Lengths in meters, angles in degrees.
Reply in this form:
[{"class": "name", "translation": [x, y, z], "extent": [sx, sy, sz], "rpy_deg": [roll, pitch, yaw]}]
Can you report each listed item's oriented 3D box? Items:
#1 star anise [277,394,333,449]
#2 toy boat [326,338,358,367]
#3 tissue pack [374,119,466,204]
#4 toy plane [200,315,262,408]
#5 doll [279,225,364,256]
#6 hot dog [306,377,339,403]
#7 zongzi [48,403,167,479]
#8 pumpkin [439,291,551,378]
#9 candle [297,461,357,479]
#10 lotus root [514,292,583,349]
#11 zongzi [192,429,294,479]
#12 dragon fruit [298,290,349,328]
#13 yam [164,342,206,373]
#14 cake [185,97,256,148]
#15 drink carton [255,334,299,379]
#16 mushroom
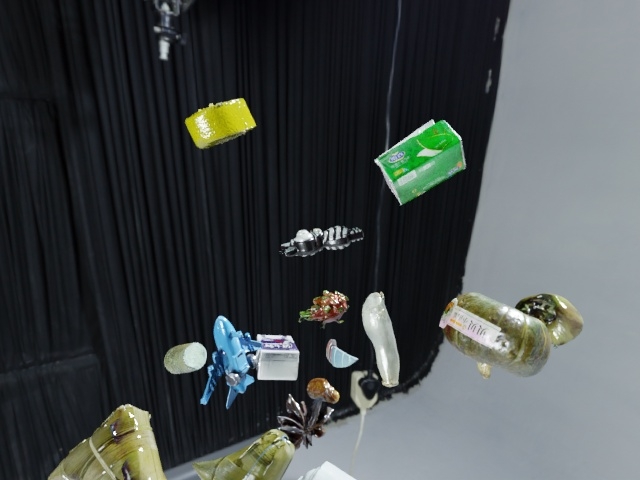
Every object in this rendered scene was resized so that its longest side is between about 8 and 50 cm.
[{"class": "star anise", "translation": [-0.070, 0.687, 1.491], "extent": [0.282, 0.212, 0.129], "rpy_deg": [-24, 24, -26]}, {"class": "toy boat", "translation": [0.069, 0.389, 1.331], "extent": [0.034, 0.096, 0.122], "rpy_deg": [-9, 19, -38]}, {"class": "tissue pack", "translation": [0.272, -0.232, 1.137], "extent": [0.209, 0.148, 0.156], "rpy_deg": [-31, 55, 9]}, {"class": "toy plane", "translation": [-0.248, 0.335, 1.142], "extent": [0.105, 0.271, 0.254], "rpy_deg": [14, 30, 27]}, {"class": "doll", "translation": [0.000, 0.000, 1.027], "extent": [0.219, 0.067, 0.091], "rpy_deg": [-13, 16, -7]}, {"class": "hot dog", "translation": [0.010, 0.584, 1.558], "extent": [0.147, 0.099, 0.065], "rpy_deg": [-17, 27, 52]}, {"class": "zongzi", "translation": [-0.313, 0.367, 0.581], "extent": [0.178, 0.081, 0.189], "rpy_deg": [-38, 50, -4]}, {"class": "pumpkin", "translation": [0.426, 0.247, 0.991], "extent": [0.260, 0.189, 0.260], "rpy_deg": [23, 2, -1]}, {"class": "candle", "translation": [0.055, 1.028, 1.606], "extent": [0.342, 0.221, 0.221], "rpy_deg": [23, 24, 25]}, {"class": "lotus root", "translation": [0.686, 0.231, 1.245], "extent": [0.183, 0.078, 0.204], "rpy_deg": [-35, 29, 14]}, {"class": "zongzi", "translation": [-0.230, 0.640, 1.192], "extent": [0.274, 0.251, 0.125], "rpy_deg": [23, -19, 36]}, {"class": "dragon fruit", "translation": [0.016, 0.310, 1.768], "extent": [0.235, 0.135, 0.137], "rpy_deg": [-24, 25, -13]}, {"class": "yam", "translation": [-0.491, 0.431, 1.478], "extent": [0.107, 0.107, 0.194], "rpy_deg": [-14, -8, -42]}, {"class": "cake", "translation": [-0.369, -0.446, 1.522], "extent": [0.179, 0.156, 0.260], "rpy_deg": [-19, 17, 30]}, {"class": "drink carton", "translation": [-0.160, 0.413, 1.442], "extent": [0.134, 0.102, 0.222], "rpy_deg": [3, 0, -12]}, {"class": "mushroom", "translation": [0.232, 0.371, 1.501], "extent": [0.097, 0.352, 0.109], "rpy_deg": [-16, -2, 35]}]
